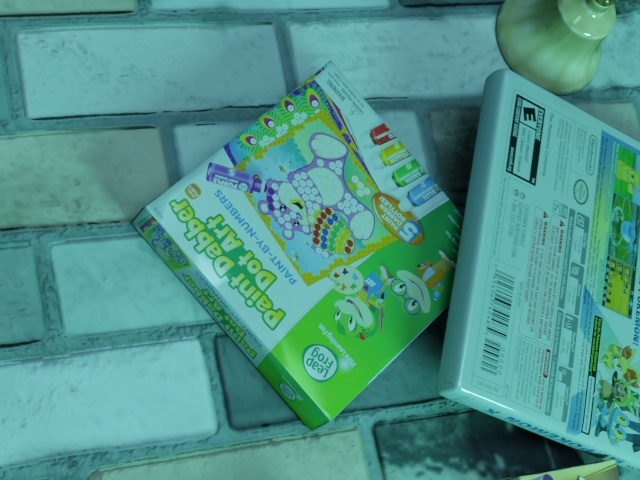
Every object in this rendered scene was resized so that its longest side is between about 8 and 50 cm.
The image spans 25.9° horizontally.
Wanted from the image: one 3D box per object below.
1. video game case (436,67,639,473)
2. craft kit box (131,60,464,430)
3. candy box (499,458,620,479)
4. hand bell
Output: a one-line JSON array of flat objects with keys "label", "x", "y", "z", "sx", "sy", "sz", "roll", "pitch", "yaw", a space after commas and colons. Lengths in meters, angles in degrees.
[{"label": "video game case", "x": 0.257, "y": 0.037, "z": 1.346, "sx": 0.300, "sy": 0.036, "sz": 0.329, "roll": 24, "pitch": 64, "yaw": -28}, {"label": "craft kit box", "x": 0.000, "y": 0.000, "z": 1.275, "sx": 0.246, "sy": 0.061, "sz": 0.250, "roll": -42, "pitch": 91, "yaw": -26}, {"label": "candy box", "x": 0.235, "y": 0.301, "z": 1.273, "sx": 0.109, "sy": 0.053, "sz": 0.186, "roll": -5, "pitch": 76, "yaw": -24}, {"label": "hand bell", "x": 0.286, "y": -0.246, "z": 1.369, "sx": 0.126, "sy": 0.242, "sz": 0.126, "roll": 7, "pitch": 70, "yaw": -21}]
